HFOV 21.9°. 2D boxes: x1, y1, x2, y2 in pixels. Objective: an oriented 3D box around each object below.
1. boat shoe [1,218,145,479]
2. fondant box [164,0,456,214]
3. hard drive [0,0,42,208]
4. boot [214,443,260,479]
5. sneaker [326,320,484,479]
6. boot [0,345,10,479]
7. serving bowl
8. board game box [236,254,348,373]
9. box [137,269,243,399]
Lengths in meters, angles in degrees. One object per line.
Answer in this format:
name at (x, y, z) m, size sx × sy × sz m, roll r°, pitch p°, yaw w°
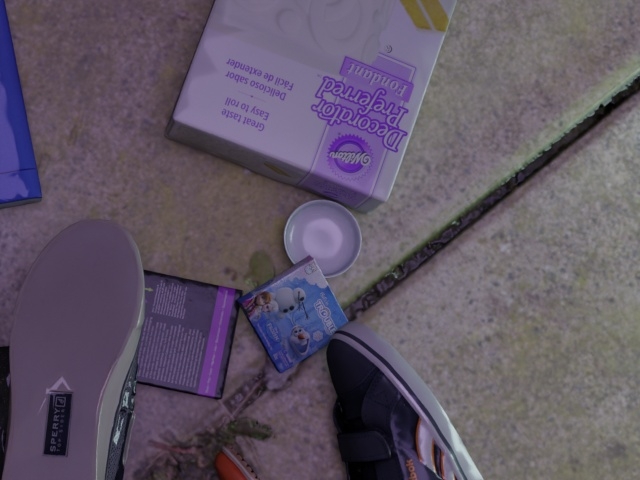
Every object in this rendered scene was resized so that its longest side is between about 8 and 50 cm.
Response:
boat shoe at (-0.240, 0.159, 1.609) m, size 0.127 × 0.158 × 0.340 m, roll 9°, pitch 70°, yaw 2°
fondant box at (0.005, -0.223, 1.739) m, size 0.238 × 0.096 × 0.330 m, roll 21°, pitch 79°, yaw -8°
hard drive at (-0.416, -0.178, 1.673) m, size 0.210 × 0.040 × 0.318 m, roll -11°, pitch 84°, yaw -13°
boot at (-0.083, 0.286, 1.665) m, size 0.085 × 0.059 × 0.158 m, roll -24°, pitch 88°, yaw -9°
sneaker at (0.082, 0.240, 1.668) m, size 0.127 × 0.126 × 0.321 m, roll -34°, pitch 91°, yaw -20°
boot at (-0.375, 0.216, 1.615) m, size 0.161 × 0.083 × 0.246 m, roll 1°, pitch 81°, yaw 0°
serving bowl at (0.000, 0.000, 1.738) m, size 0.083 × 0.027 × 0.083 m, roll 2°, pitch 81°, yaw -11°
board game box at (-0.026, 0.076, 1.707) m, size 0.090 × 0.020 × 0.090 m, roll -32°, pitch 109°, yaw -10°
box at (-0.169, 0.091, 1.690) m, size 0.162 × 0.029 × 0.116 m, roll 13°, pitch 79°, yaw -11°
